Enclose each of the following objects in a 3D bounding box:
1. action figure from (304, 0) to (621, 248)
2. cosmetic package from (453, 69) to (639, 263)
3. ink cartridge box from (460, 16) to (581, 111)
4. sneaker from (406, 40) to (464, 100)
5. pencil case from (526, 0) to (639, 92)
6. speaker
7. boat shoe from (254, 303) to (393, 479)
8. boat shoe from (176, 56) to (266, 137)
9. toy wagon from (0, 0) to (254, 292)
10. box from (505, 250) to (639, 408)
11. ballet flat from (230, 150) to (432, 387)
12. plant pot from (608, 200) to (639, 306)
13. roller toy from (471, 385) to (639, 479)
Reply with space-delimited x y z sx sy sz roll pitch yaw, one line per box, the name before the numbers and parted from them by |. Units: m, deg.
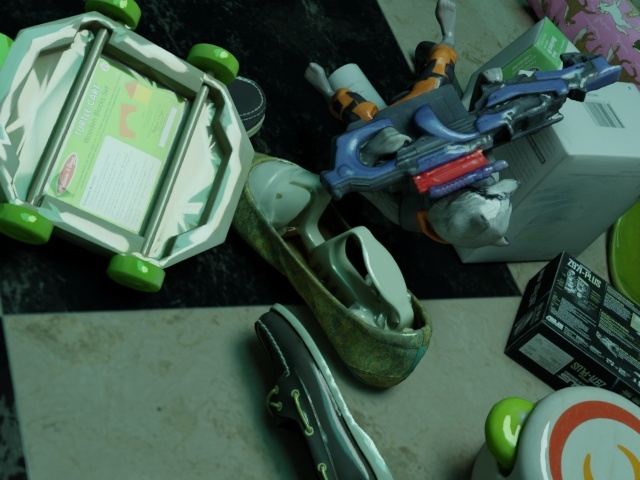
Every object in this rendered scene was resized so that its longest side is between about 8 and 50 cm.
action figure | 0.158 -0.128 1.059 0.341 0.178 0.330 -16 52 0
cosmetic package | 0.299 -0.087 1.203 0.224 0.225 0.138 -2 56 -34
ink cartridge box | 0.333 -0.188 1.337 0.212 0.154 0.093 42 43 -14
sneaker | 0.161 -0.231 1.361 0.089 0.051 0.170 -1 59 -40
pencil case | 0.518 -0.346 1.619 0.167 0.160 0.386 14 42 -58
speaker | 0.063 -0.173 1.244 0.055 0.055 0.136 -17 65 -41
boat shoe | -0.011 0.165 0.891 0.068 0.081 0.228 -27 67 -14
boat shoe | -0.176 -0.163 1.048 0.285 0.092 0.103 -4 59 -35
toy wagon | -0.232 -0.116 0.912 0.344 0.068 0.267 26 68 -24
box | 0.339 0.125 1.158 0.180 0.077 0.147 36 43 -3
ballet flat | 0.000 0.000 1.013 0.123 0.123 0.348 -24 69 -43
plant pot | 0.666 0.037 1.286 0.353 0.366 0.366 34 42 -22
roller toy | 0.259 0.261 0.941 0.191 0.146 0.209 -5 63 -26
